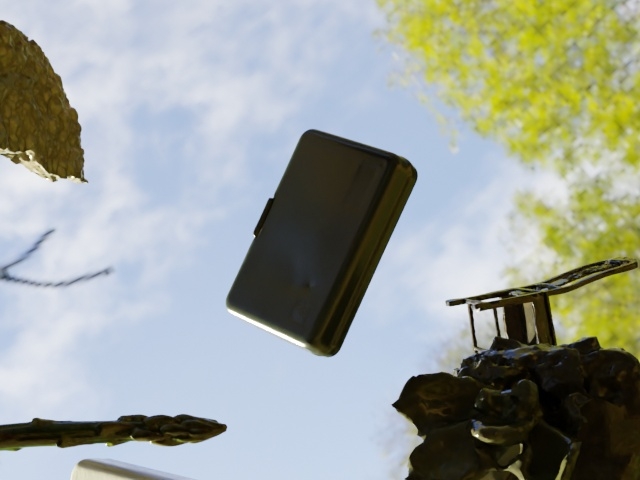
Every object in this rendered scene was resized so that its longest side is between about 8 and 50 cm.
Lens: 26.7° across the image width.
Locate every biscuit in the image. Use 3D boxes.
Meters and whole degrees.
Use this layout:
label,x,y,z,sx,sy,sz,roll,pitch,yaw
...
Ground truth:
label,x,y,z,sx,sy,sz,roll,pitch,yaw
biscuit,-0.272,-0.127,1.181,0.032,0.133,0.250,-7,-9,18

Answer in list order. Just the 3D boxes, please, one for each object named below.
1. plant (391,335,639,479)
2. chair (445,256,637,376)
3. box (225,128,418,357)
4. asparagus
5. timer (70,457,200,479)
label,x,y,z,sx,sy,sz,roll,pitch,yaw
plant,0.218,0.196,1.331,0.215,0.213,0.312,-1,-23,34
chair,0.276,0.096,1.628,0.229,0.113,0.106,-11,5,-14
box,0.000,0.000,1.458,0.050,0.160,0.230,29,-96,-48
asparagus,-0.114,0.074,0.490,0.163,0.016,0.016,-6,-17,1
timer,-0.212,0.365,1.634,0.078,0.253,0.178,7,-93,-43
